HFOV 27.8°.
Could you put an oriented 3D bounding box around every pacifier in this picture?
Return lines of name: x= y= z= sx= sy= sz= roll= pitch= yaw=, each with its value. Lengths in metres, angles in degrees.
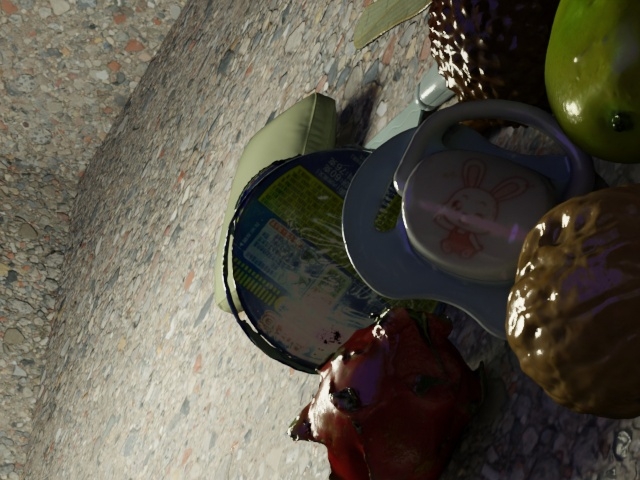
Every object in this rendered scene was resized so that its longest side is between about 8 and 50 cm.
pacifier: x=0.170 y=-0.009 z=1.332 sx=0.226 sy=0.287 sz=0.239 roll=71 pitch=-142 yaw=-65

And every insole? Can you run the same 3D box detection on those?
insole: x=0.139 y=-0.388 z=2.026 sx=0.348 sy=0.009 sz=0.119 roll=-26 pitch=46 yaw=60

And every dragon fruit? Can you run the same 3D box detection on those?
dragon fruit: x=0.064 y=0.175 z=1.411 sx=0.269 sy=0.198 sz=0.200 roll=152 pitch=116 yaw=-70

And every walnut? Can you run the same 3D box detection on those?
walnut: x=0.253 y=0.052 z=1.066 sx=0.213 sy=0.213 sz=0.213 roll=-50 pitch=27 yaw=37

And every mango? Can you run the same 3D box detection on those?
mango: x=0.296 y=-0.172 z=1.235 sx=0.185 sy=0.149 sz=0.273 roll=-64 pitch=16 yaw=15

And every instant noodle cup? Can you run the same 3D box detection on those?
instant noodle cup: x=0.000 y=0.000 z=1.654 sx=0.284 sy=0.284 sz=0.312 roll=-65 pitch=13 yaw=5

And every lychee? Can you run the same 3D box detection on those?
lychee: x=0.211 y=-0.239 z=1.453 sx=0.200 sy=0.200 sz=0.238 roll=-50 pitch=45 yaw=37

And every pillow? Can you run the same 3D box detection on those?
pillow: x=-0.074 y=-0.057 z=2.046 sx=0.255 sy=0.119 sz=0.322 roll=-31 pitch=41 yaw=57

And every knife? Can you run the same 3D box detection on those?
knife: x=0.131 y=-0.175 z=1.800 sx=0.331 sy=0.044 sz=0.080 roll=133 pitch=145 yaw=-54

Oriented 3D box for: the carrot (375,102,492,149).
carrot: x=0.157 y=-0.132 z=1.662 sx=0.314 sy=0.066 sz=0.066 roll=-28 pitch=44 yaw=54
